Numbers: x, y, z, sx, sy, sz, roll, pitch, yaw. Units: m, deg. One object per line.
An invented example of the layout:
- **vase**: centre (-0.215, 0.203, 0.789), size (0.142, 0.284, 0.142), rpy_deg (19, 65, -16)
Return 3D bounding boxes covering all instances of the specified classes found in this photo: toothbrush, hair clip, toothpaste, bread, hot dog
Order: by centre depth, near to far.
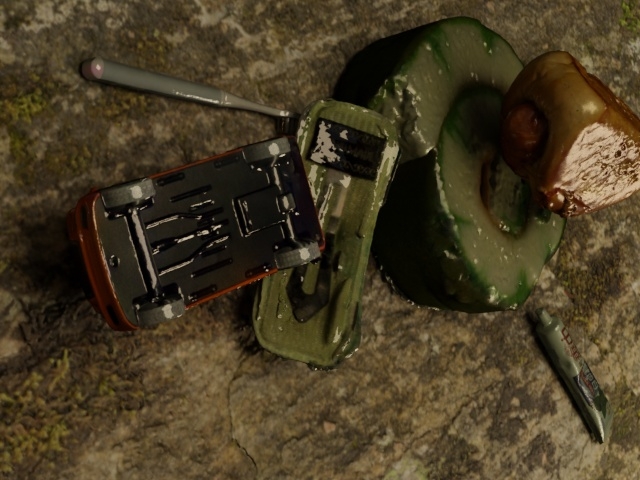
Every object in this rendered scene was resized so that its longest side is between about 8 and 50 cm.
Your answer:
- **toothbrush**: centre (-0.130, -0.157, 1.873), size (0.342, 0.025, 0.030), rpy_deg (13, 76, -49)
- **hair clip**: centre (0.000, 0.000, 1.933), size (0.138, 0.091, 0.321), rpy_deg (16, 65, -3)
- **hot dog**: centre (0.304, -0.118, 2.072), size (0.256, 0.153, 0.150), rpy_deg (27, 28, -54)
- **bread**: centre (0.168, -0.095, 2.129), size (0.382, 0.129, 0.366), rpy_deg (26, 62, -43)
- **toothpaste**: centre (0.352, 0.181, 2.349), size (0.233, 0.038, 0.060), rpy_deg (57, 45, -27)

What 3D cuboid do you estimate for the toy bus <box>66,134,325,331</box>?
- **toy bus**: centre (-0.141, -0.007, 1.720), size (0.329, 0.153, 0.143), rpy_deg (-23, 100, -52)
